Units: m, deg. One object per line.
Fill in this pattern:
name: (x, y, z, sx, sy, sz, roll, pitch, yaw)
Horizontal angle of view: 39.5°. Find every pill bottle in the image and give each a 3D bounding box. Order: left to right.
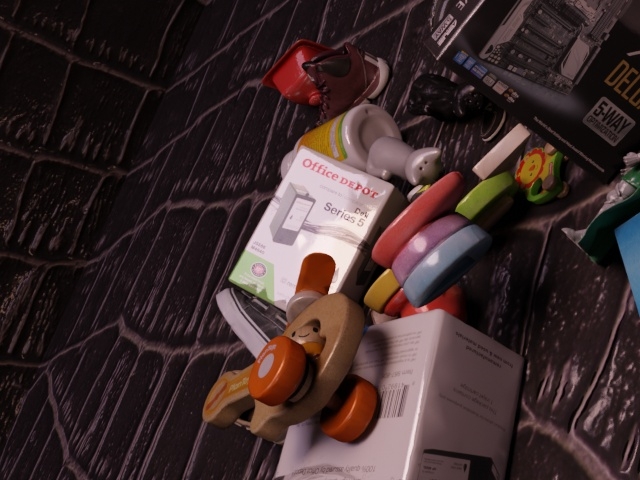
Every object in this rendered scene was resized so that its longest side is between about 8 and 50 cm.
pill bottle: (0.032, -0.161, 1.714, 0.246, 0.136, 0.136, -20, 48, 52)

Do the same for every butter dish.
butter dish: (-0.023, -0.358, 2.020, 0.160, 0.160, 0.118, -42, 55, 34)

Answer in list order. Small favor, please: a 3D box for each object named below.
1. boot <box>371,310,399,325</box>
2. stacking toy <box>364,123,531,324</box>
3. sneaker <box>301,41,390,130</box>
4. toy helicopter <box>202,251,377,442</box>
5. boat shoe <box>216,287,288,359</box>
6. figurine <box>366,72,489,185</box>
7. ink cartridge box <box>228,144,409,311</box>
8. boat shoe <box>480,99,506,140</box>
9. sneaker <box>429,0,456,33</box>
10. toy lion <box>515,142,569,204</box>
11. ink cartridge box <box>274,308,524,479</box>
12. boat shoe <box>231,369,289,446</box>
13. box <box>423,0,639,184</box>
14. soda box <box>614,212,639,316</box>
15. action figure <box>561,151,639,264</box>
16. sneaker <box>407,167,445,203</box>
boot: (0.123, 0.099, 1.415, 0.087, 0.042, 0.118, -40, 40, 21)
stacking toy: (0.204, 0.014, 1.204, 0.279, 0.130, 0.309, -39, -17, -11)
sneaker: (0.004, -0.296, 1.863, 0.281, 0.163, 0.106, -52, 28, 15)
toy helicopter: (-0.059, 0.165, 1.203, 0.355, 0.140, 0.235, -34, 33, 47)
boat shoe: (-0.093, 0.161, 1.670, 0.119, 0.121, 0.335, -39, 32, -7)
figurine: (0.181, -0.178, 1.472, 0.215, 0.092, 0.209, -56, 17, -1)
ink cartridge box: (0.000, 0.000, 1.541, 0.198, 0.115, 0.272, 26, 86, 24)
boat shoe: (0.283, -0.222, 1.450, 0.046, 0.038, 0.125, 7, 70, 61)
sneaker: (0.298, -0.449, 1.580, 0.286, 0.109, 0.130, -60, 33, 4)
toy lion: (0.315, -0.094, 1.285, 0.096, 0.034, 0.100, -36, 36, 51)
ink cartridge box: (0.077, 0.316, 1.140, 0.285, 0.166, 0.394, -21, 45, 52)
boat shoe: (-0.126, 0.284, 1.593, 0.302, 0.098, 0.109, 16, 78, 62)
box: (0.324, -0.249, 1.114, 0.242, 0.307, 0.076, -50, 25, 18)
soda box: (0.388, 0.059, 0.967, 0.071, 0.067, 0.210, -40, 33, 35)
action figure: (0.390, -0.078, 1.067, 0.232, 0.137, 0.063, -46, 71, 9)
sneaker: (0.185, -0.086, 1.505, 0.083, 0.031, 0.035, -50, 47, 21)
